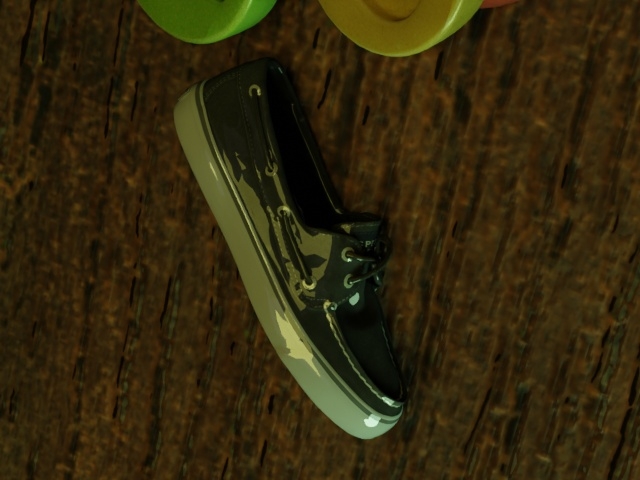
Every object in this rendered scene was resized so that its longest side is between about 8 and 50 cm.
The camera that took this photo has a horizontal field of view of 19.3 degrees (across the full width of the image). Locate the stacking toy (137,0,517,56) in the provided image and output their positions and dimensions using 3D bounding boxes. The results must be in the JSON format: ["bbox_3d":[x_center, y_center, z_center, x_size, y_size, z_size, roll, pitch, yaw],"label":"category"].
[{"bbox_3d":[0.003,-0.251,1.012,0.279,0.130,0.309,-5,100,50],"label":"stacking toy"}]

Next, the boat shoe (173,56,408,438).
[{"bbox_3d":[0.000,0.000,1.070,0.076,0.080,0.229,-29,84,27],"label":"boat shoe"}]
